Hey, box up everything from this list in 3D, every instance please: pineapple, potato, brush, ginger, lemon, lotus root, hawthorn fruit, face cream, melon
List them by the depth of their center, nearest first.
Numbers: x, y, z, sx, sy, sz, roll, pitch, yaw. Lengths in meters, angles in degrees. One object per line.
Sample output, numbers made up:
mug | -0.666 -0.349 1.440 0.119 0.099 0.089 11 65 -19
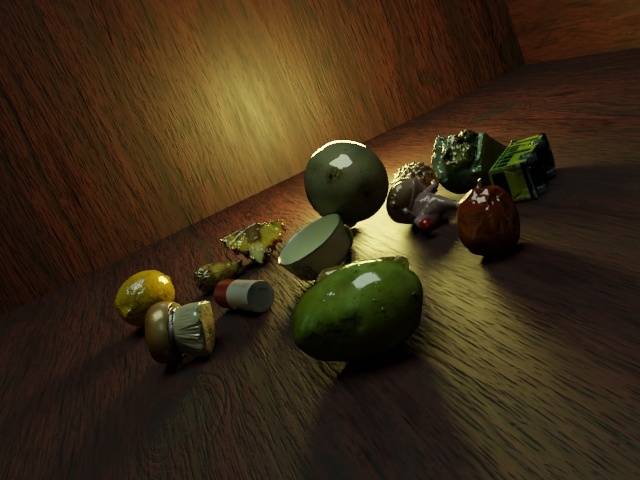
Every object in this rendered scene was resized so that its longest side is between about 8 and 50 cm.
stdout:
potato | 0.081 0.154 1.430 0.304 0.216 0.216 -31 13 17
hawthorn fruit | 0.416 -0.047 1.666 0.173 0.179 0.174 -29 41 28
ginger | 0.120 0.088 1.838 0.298 0.065 0.118 -12 6 36
brush | -0.385 0.250 1.897 0.166 0.175 0.266 -10 0 3
face cream | -0.239 0.168 2.041 0.095 0.096 0.214 -34 18 -32
melon | 0.076 -0.188 2.156 0.268 0.269 0.330 -28 27 -15
lemon | -0.604 0.201 2.298 0.188 0.188 0.257 -14 19 31
pineapple | 0.338 -0.202 2.316 0.166 0.166 0.193 -10 18 42
lotus root | -0.368 0.123 2.406 0.190 0.095 0.108 -20 52 -27
pineapple | -0.231 0.038 2.498 0.249 0.164 0.140 -25 -24 -19

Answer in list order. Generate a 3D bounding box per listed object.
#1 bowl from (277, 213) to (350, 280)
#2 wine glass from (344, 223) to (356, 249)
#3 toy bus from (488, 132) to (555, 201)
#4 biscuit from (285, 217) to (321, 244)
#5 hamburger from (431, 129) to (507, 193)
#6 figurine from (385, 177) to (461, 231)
bowl | -0.002 0.037 2.021 0.237 0.126 0.238 -35 18 13
wine glass | 0.000 0.000 2.283 0.264 0.096 0.309 -25 16 16
toy bus | 0.619 -0.222 2.022 0.150 0.128 0.262 -12 20 36
biscuit | -0.015 -0.037 2.514 0.160 0.030 0.249 -10 21 42
hamburger | 0.490 -0.236 2.146 0.167 0.287 0.193 3 74 49
figurine | 0.303 -0.120 2.081 0.287 0.186 0.176 39 105 55
